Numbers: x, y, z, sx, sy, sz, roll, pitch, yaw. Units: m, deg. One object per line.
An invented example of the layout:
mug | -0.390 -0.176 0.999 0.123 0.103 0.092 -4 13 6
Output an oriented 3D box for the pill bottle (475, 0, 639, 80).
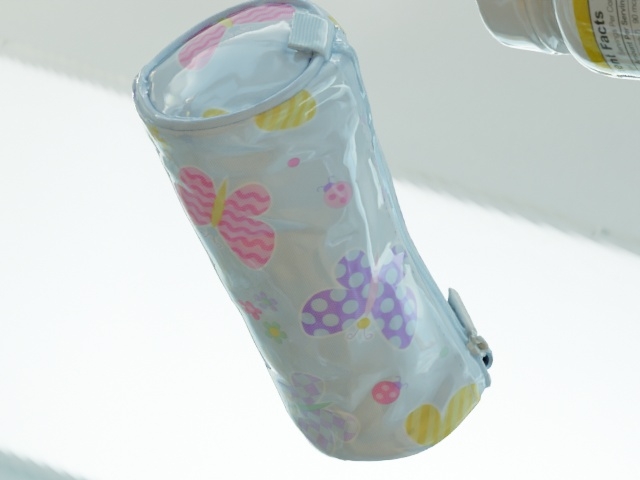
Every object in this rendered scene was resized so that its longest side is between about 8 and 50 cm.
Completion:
pill bottle | 0.186 -0.134 0.960 0.208 0.119 0.119 11 -56 36

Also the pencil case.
pencil case | 0.000 0.000 1.083 0.124 0.113 0.273 -2 -48 32
